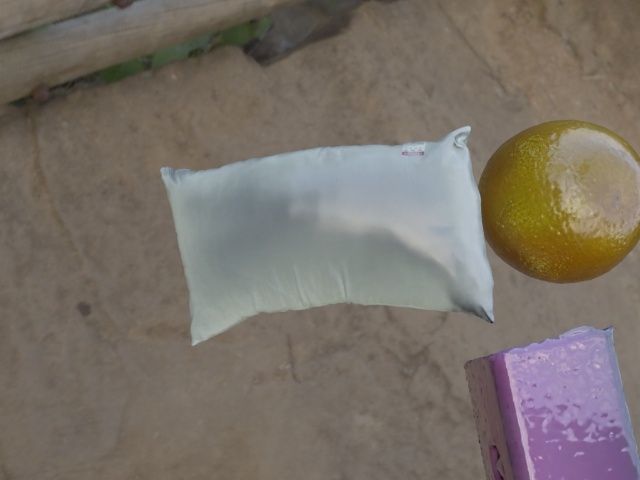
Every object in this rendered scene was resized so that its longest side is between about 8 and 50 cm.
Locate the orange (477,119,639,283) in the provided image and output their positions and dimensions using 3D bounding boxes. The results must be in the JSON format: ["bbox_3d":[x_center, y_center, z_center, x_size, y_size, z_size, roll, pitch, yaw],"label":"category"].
[{"bbox_3d":[0.317,-0.051,1.207,0.236,0.236,0.236,15,62,-30],"label":"orange"}]

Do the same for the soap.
[{"bbox_3d":[0.158,0.190,0.585,0.081,0.181,0.259,-11,81,1],"label":"soap"}]

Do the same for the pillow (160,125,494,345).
[{"bbox_3d":[-0.001,0.001,0.694,0.078,0.254,0.144,-24,107,-72],"label":"pillow"}]
